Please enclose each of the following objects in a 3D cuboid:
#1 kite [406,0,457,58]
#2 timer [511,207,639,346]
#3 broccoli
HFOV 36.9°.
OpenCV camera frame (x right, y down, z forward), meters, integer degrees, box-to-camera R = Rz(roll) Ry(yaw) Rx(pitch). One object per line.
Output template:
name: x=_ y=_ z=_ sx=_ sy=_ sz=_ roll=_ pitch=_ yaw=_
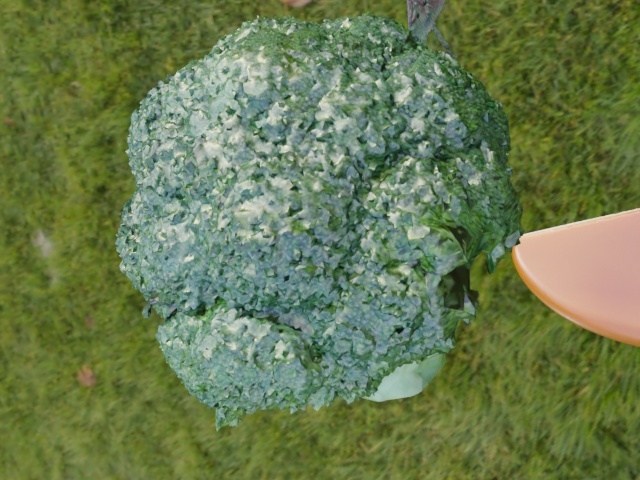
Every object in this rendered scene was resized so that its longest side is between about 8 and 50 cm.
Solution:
kite: x=0.155 y=-0.298 z=1.321 sx=0.011 sy=0.157 sz=0.139 roll=18 pitch=73 yaw=41
timer: x=0.389 y=0.050 z=1.126 sx=0.250 sy=0.257 sz=0.161 roll=8 pitch=84 yaw=54
broccoli: x=0.000 y=0.000 z=0.575 sx=0.270 sy=0.270 sz=0.270 roll=10 pitch=143 yaw=36
